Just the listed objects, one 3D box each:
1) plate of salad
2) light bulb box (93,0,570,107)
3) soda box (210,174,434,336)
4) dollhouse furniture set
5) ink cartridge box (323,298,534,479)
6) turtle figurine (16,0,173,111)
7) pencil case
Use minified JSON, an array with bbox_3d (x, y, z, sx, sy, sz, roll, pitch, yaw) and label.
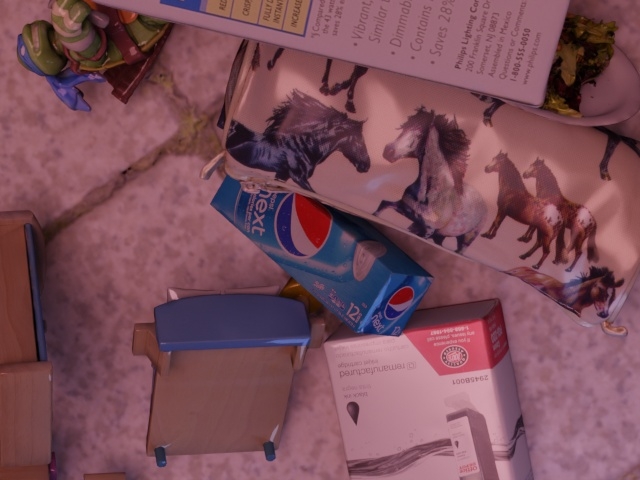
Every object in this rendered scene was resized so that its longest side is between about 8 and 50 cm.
[{"bbox_3d":[0.188,-0.167,1.677,0.200,0.200,0.048,30,125,7],"label":"plate of salad"},{"bbox_3d":[0.041,-0.337,1.506,0.361,0.225,0.357,13,117,0],"label":"light bulb box"},{"bbox_3d":[0.000,0.000,1.773,0.210,0.071,0.067,40,108,32],"label":"soda box"},{"bbox_3d":[-0.161,0.116,1.877,0.303,0.198,0.286,-3,137,-11],"label":"dollhouse furniture set"},{"bbox_3d":[0.103,0.177,1.812,0.159,0.092,0.217,-9,99,16],"label":"ink cartridge box"},{"bbox_3d":[-0.178,-0.259,1.752,0.266,0.198,0.274,-16,100,10],"label":"turtle figurine"},{"bbox_3d":[0.109,-0.063,1.699,0.410,0.160,0.183,23,100,-2],"label":"pencil case"}]
